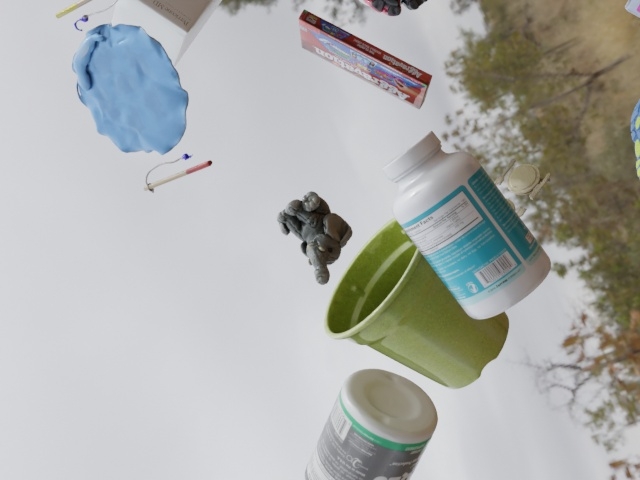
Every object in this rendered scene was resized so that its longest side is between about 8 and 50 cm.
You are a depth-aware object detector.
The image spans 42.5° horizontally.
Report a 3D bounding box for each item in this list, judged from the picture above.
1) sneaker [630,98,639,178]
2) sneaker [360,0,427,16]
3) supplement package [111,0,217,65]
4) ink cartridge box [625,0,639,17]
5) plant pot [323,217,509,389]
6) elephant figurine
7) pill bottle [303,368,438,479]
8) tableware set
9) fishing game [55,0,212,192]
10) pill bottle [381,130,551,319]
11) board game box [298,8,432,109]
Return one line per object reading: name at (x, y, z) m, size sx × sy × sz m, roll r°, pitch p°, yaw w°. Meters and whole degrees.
sneaker at (0.584, -0.178, 1.413) m, size 0.067 × 0.078 × 0.188 m, roll 130°, pitch 143°, yaw -72°
sneaker at (0.147, -0.393, 0.951) m, size 0.121 × 0.299 × 0.112 m, roll 48°, pitch -174°, yaw -27°
supplement package at (-0.318, -0.584, 1.877) m, size 0.177 × 0.175 × 0.293 m, roll 32°, pitch -112°, yaw -10°
ink cartridge box at (0.592, -0.292, 1.126) m, size 0.311 × 0.065 × 0.186 m, roll 36°, pitch -134°, yaw 11°
plant pot at (0.189, 0.127, 1.483) m, size 0.254 × 0.276 × 0.276 m, roll 36°, pitch -154°, yaw -14°
elephant figurine at (0.000, 0.000, 2.213) m, size 0.239 × 0.186 × 0.169 m, roll 54°, pitch 164°, yaw 12°
pill bottle at (0.085, 0.461, 1.698) m, size 0.204 × 0.361 × 0.204 m, roll 16°, pitch -153°, yaw -9°
tableware set at (0.474, -0.102, 2.023) m, size 0.128 × 0.194 × 0.039 m, roll 33°, pitch 172°, yaw 45°
fishing game at (-0.244, -0.196, 1.076) m, size 0.041 × 0.189 × 0.264 m, roll -43°, pitch -70°, yaw -49°
pill bottle at (0.203, -0.027, 1.194) m, size 0.264 × 0.146 × 0.146 m, roll 53°, pitch -162°, yaw -3°
board game box at (0.086, -0.357, 1.638) m, size 0.281 × 0.027 × 0.145 m, roll 29°, pitch 173°, yaw 6°
